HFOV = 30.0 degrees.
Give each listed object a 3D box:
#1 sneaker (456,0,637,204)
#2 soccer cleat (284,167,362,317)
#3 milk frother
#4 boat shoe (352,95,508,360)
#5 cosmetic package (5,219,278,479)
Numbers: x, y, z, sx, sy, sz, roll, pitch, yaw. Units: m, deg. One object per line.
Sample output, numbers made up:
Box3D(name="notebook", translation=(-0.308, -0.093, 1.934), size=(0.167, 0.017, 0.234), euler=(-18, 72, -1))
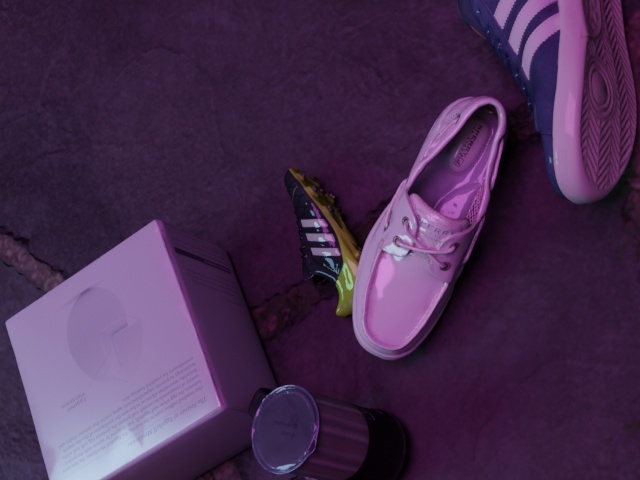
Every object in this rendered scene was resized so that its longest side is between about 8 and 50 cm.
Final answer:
Box3D(name="sneaker", translation=(0.208, -0.191, 1.151), size=(0.148, 0.131, 0.350), euler=(-13, 64, 34))
Box3D(name="soccer cleat", translation=(0.000, 0.000, 1.249), size=(0.072, 0.060, 0.179), euler=(-41, 63, 16))
Box3D(name="milk frother", translation=(-0.012, 0.218, 1.145), size=(0.129, 0.135, 0.143), euler=(2, 75, 44))
Box3D(name="boat shoe", translation=(0.105, -0.016, 1.152), size=(0.098, 0.096, 0.277), euler=(21, 87, -1))
Box3D(name="cosmetic package", translation=(-0.185, 0.140, 1.269), size=(0.224, 0.138, 0.224), euler=(-32, 61, 19))
